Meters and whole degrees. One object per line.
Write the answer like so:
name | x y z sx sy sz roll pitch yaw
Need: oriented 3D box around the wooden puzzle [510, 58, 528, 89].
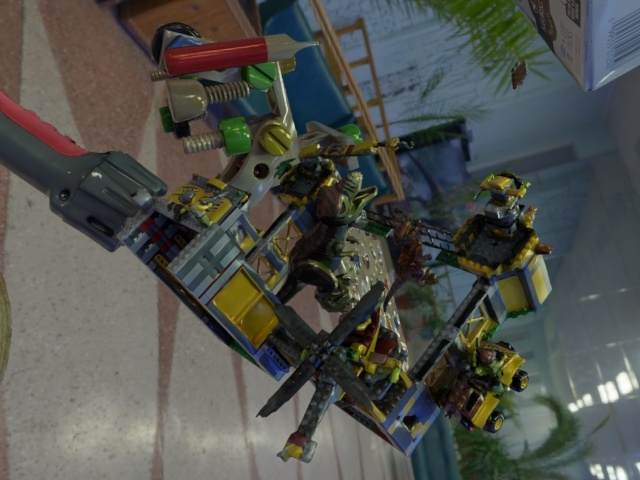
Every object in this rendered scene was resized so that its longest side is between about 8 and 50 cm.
wooden puzzle | 0.444 -0.370 1.311 0.049 0.006 0.083 127 -24 -52

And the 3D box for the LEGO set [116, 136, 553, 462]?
LEGO set | 0.000 0.000 0.467 0.331 0.255 0.192 33 -18 47

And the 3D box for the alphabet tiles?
alphabet tiles | 0.086 0.111 0.908 0.285 0.011 0.342 -1 77 -73

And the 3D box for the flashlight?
flashlight | -0.300 -0.118 0.599 0.304 0.103 0.103 34 10 -4

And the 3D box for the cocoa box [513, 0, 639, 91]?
cocoa box | 0.270 -0.354 0.503 0.347 0.231 0.228 42 21 -59

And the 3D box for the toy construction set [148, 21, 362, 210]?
toy construction set | -0.056 -0.150 0.677 0.309 0.237 0.257 160 -84 -75

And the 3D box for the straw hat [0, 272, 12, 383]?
straw hat | -0.334 0.081 0.513 0.061 0.144 0.144 9 66 -52
